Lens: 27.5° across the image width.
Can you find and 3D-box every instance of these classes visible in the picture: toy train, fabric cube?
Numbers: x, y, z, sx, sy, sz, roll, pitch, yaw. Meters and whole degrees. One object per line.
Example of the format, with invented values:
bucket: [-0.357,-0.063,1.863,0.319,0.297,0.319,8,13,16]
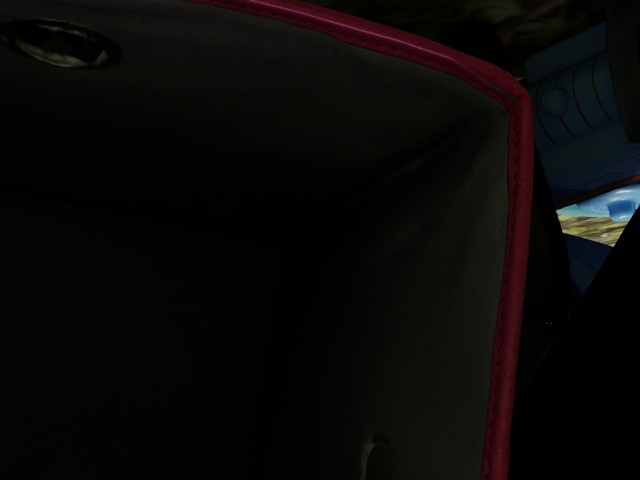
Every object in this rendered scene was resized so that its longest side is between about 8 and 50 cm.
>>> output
toy train: [0.145,-0.061,0.573,0.105,0.080,0.184,5,164,-37]
fabric cube: [-0.108,0.075,0.414,0.254,0.259,0.258,11,168,-14]

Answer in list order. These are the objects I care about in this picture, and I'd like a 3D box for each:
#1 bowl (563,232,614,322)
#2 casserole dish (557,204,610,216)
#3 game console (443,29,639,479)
bowl: [0.020,0.163,0.577,0.077,0.391,0.391,30,153,-28]
casserole dish: [0.152,-0.045,0.780,0.188,0.037,0.114,4,167,-28]
game console: [0.067,0.034,0.433,0.044,0.361,0.213,17,123,-14]
